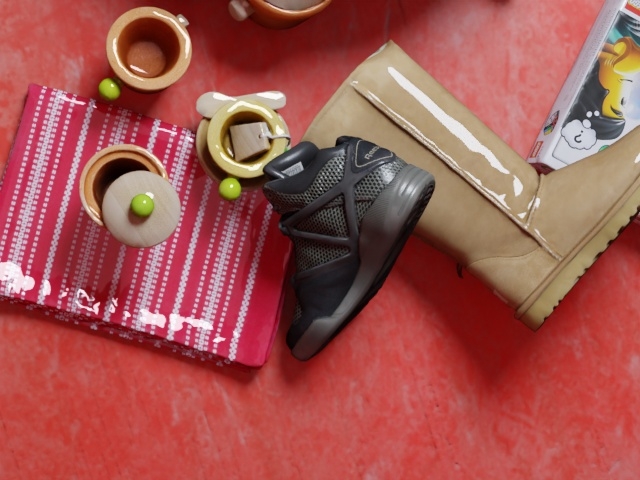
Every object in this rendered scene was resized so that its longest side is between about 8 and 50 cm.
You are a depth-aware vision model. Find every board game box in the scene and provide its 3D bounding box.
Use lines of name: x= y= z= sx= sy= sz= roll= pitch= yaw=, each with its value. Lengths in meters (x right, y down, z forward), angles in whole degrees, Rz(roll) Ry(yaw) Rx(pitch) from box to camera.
board game box: x=0.372 y=-0.089 z=1.113 sx=0.305 sy=0.053 sz=0.193 roll=27 pitch=89 yaw=-9

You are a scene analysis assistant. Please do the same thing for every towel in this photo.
towel: x=-0.154 y=-0.008 z=1.050 sx=0.274 sy=0.031 sz=0.199 roll=17 pitch=89 yaw=-9

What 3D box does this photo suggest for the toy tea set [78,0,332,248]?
toy tea set: x=-0.096 y=-0.152 z=0.987 sx=0.200 sy=0.124 sz=0.336 roll=11 pitch=82 yaw=-10

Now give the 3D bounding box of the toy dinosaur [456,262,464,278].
toy dinosaur: x=0.168 y=-0.015 z=1.104 sx=0.082 sy=0.047 sz=0.090 roll=-4 pitch=126 yaw=-17

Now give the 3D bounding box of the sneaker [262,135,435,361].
sneaker: x=0.000 y=0.000 z=1.022 sx=0.130 sy=0.087 sz=0.228 roll=36 pitch=130 yaw=13

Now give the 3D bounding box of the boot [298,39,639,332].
boot: x=0.151 y=-0.085 z=1.024 sx=0.269 sy=0.089 sz=0.236 roll=40 pitch=91 yaw=9
